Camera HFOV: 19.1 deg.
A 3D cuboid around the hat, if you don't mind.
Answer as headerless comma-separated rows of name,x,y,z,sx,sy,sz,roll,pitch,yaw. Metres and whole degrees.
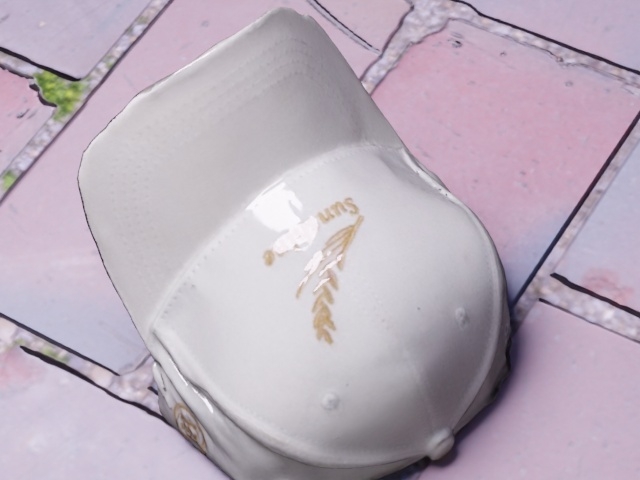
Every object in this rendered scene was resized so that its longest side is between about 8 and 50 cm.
hat,-0.002,0.001,1.211,0.258,0.301,0.168,-37,35,-16
